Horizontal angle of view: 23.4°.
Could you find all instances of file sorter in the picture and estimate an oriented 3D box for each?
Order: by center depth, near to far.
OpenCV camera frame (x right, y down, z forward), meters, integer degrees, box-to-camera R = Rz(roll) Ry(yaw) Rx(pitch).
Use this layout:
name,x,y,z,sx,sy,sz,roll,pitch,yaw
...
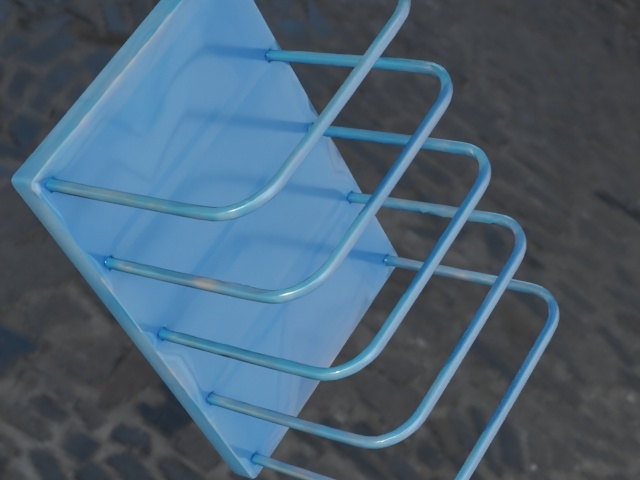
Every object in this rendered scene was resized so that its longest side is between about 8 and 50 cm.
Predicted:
name,x,y,z,sx,sy,sz,roll,pitch,yaw
file sorter,0.000,0.000,0.554,0.118,0.104,0.170,-56,135,-27
